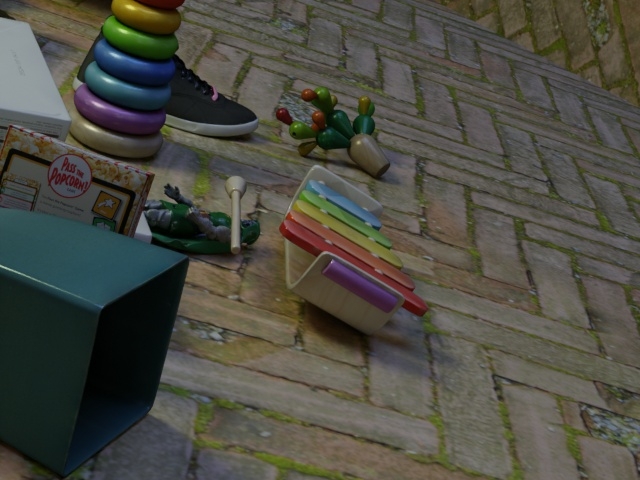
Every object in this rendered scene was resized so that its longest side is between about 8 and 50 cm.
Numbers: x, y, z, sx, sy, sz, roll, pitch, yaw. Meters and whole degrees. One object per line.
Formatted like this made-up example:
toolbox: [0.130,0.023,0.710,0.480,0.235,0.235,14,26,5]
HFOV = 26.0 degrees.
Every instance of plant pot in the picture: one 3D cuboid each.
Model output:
plant pot: [-0.271,0.065,1.242,0.234,0.166,0.165,22,22,15]

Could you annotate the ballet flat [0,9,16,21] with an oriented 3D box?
ballet flat: [-0.518,-0.306,2.075,0.086,0.086,0.248,20,20,1]

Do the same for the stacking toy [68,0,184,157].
stacking toy: [-0.243,-0.286,1.904,0.141,0.330,0.141,17,21,-7]

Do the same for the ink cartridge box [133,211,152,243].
ink cartridge box: [-0.298,-0.010,1.473,0.219,0.093,0.160,13,12,-17]

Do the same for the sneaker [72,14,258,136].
sneaker: [-0.218,-0.258,2.124,0.295,0.147,0.104,15,19,-17]

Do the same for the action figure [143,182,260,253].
action figure: [-0.175,-0.026,1.707,0.232,0.064,0.137,10,19,-34]

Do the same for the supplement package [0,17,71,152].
supplement package: [-0.437,-0.160,1.644,0.204,0.145,0.262,8,29,-29]

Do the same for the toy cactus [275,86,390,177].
toy cactus: [0.035,-0.168,2.234,0.180,0.112,0.219,48,27,17]

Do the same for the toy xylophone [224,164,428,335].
toy xylophone: [0.000,0.000,1.704,0.236,0.081,0.323,28,19,-22]

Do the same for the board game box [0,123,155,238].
board game box: [-0.263,0.001,1.354,0.146,0.194,0.045,20,3,-1]
